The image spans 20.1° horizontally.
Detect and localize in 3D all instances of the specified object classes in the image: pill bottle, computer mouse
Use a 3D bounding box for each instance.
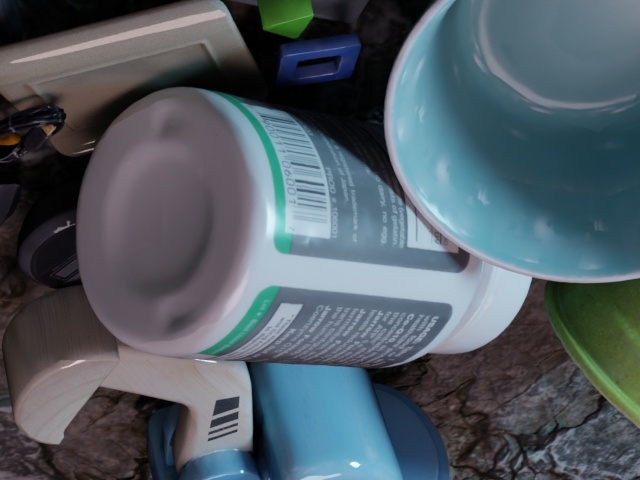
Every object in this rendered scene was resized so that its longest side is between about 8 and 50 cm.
[{"bbox_3d":[0.000,0.000,1.449,0.361,0.204,0.204,8,139,-47],"label":"pill bottle"},{"bbox_3d":[-0.252,-0.044,1.411,0.071,0.041,0.242,-2,162,-27],"label":"computer mouse"},{"bbox_3d":[-0.167,0.001,1.548,0.188,0.072,0.272,-31,153,17],"label":"computer mouse"}]

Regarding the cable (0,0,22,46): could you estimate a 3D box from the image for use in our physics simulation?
[{"bbox_3d":[-0.297,-0.179,1.284,0.150,0.047,0.184,-9,146,0],"label":"cable"}]

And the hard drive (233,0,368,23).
[{"bbox_3d":[-0.016,-0.212,1.354,0.135,0.022,0.094,7,138,-28],"label":"hard drive"}]

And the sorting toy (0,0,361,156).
[{"bbox_3d":[-0.144,-0.131,1.362,0.347,0.047,0.196,-14,163,4],"label":"sorting toy"}]

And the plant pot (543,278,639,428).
[{"bbox_3d":[0.391,0.036,1.661,0.276,0.276,0.254,18,121,-37],"label":"plant pot"}]

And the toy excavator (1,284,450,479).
[{"bbox_3d":[-0.075,0.181,1.685,0.432,0.222,0.445,-7,141,-14],"label":"toy excavator"}]

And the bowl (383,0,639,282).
[{"bbox_3d":[0.206,-0.136,1.374,0.311,0.163,0.312,3,130,3],"label":"bowl"}]
